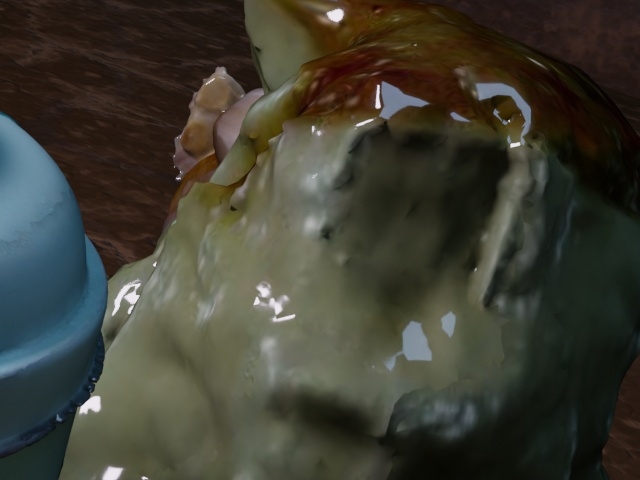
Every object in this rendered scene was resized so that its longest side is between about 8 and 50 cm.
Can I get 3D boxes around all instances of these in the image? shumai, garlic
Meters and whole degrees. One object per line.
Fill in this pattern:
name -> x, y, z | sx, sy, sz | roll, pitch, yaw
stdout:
shumai -> 0.001, 0.054, 0.841 | 0.397, 0.323, 0.324 | 2, 24, -42
garlic -> 0.000, 0.000, 1.300 | 0.214, 0.160, 0.191 | 33, 8, -44

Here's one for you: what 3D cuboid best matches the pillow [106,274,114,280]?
pillow -> -0.309, 0.001, 1.056 | 0.312, 0.119, 0.310 | 23, 21, 14

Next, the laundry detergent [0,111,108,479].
laundry detergent -> -0.222, 0.076, 0.579 | 0.287, 0.305, 0.287 | 15, 16, -5
